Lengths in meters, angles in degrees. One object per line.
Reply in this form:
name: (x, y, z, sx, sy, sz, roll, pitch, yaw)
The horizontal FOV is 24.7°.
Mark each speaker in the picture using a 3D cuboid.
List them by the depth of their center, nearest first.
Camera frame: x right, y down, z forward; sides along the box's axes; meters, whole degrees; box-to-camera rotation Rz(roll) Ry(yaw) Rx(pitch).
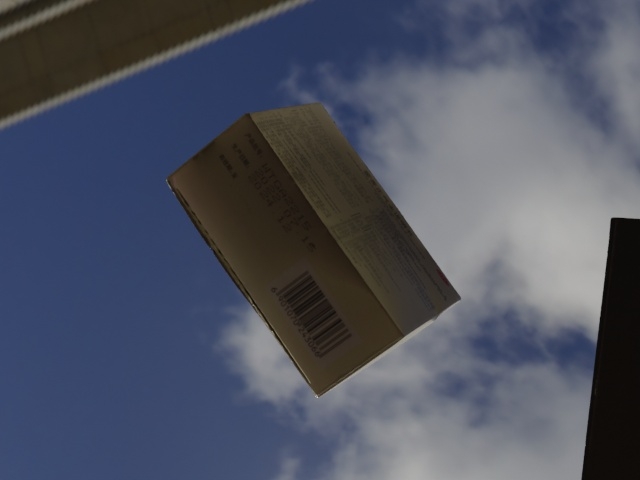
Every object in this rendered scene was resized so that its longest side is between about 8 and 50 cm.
speaker: (0.215, 0.082, 1.001, 0.046, 0.040, 0.191, 5, -97, 26)

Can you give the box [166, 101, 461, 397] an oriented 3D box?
box: (0.000, 0.000, 1.177, 0.095, 0.168, 0.212, -38, -96, 24)
